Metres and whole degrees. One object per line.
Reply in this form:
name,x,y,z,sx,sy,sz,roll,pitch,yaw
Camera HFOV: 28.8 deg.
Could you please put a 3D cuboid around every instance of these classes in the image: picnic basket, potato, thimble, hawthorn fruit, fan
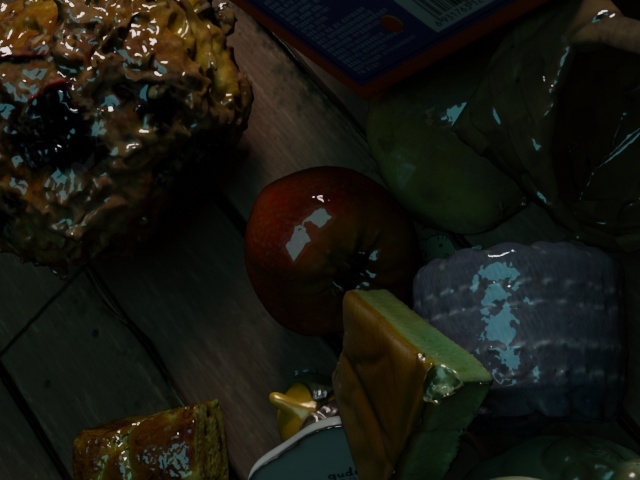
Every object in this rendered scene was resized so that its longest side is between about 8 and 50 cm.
picnic basket,0.342,-0.137,1.162,0.337,0.293,0.337,-28,50,38
potato,0.149,-0.163,1.387,0.239,0.116,0.299,18,86,33
thimble,0.198,0.103,1.227,0.205,0.236,0.172,-5,78,20
hawthorn fruit,0.000,0.000,1.396,0.196,0.196,0.225,-54,31,6
fan,0.143,0.016,1.403,0.083,0.004,0.056,-18,70,23

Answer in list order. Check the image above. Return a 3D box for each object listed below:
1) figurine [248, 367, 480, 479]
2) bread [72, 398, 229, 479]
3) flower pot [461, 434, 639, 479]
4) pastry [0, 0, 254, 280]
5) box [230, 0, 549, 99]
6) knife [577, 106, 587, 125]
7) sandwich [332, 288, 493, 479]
figurine,0.044,0.212,1.370,0.249,0.167,0.141,-3,37,2
bread,-0.199,0.262,1.465,0.172,0.103,0.132,-12,76,21
flower pot,0.217,0.330,1.160,0.307,0.244,0.308,-6,77,25
pastry,-0.281,-0.138,1.497,0.405,0.292,0.337,-17,82,13
box,0.094,-0.375,1.248,0.348,0.257,0.319,-20,43,57
knife,0.307,-0.207,1.338,0.031,0.064,0.222,24,92,11
sandwich,0.067,0.121,1.164,0.245,0.063,0.212,107,152,-46
